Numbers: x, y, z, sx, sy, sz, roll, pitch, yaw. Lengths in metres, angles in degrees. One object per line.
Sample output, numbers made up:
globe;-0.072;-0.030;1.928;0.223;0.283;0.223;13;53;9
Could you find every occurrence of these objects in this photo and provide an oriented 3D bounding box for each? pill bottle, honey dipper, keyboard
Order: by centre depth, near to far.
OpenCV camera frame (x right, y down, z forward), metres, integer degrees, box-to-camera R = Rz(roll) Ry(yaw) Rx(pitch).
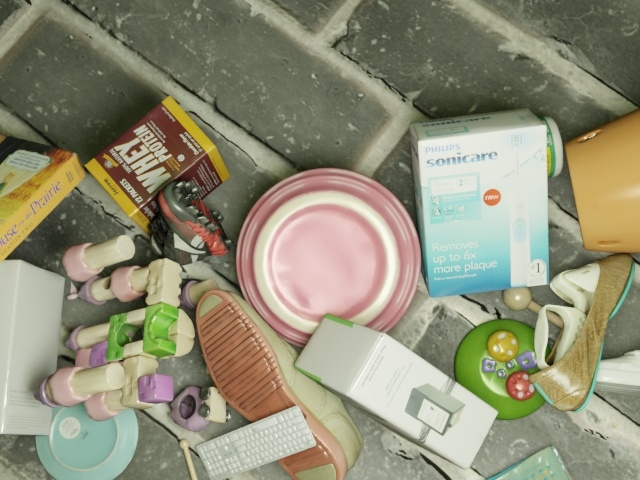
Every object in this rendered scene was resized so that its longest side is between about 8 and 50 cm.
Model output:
keyboard;-0.114;0.350;1.502;0.256;0.014;0.072;-28;92;34
honey dipper;-0.223;0.431;1.560;0.031;0.030;0.160;-20;75;-3
pill bottle;0.332;-0.159;1.632;0.209;0.117;0.117;-9;77;0

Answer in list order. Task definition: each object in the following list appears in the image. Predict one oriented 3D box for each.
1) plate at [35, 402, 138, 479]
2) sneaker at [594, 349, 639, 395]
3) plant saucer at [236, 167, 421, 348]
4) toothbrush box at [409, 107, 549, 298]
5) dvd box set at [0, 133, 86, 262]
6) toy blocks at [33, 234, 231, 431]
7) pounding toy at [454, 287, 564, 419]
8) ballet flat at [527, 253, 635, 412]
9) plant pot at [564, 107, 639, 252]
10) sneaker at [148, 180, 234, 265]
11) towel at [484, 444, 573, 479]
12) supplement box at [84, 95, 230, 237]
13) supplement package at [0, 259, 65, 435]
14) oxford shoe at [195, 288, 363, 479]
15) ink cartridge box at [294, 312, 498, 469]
plate;-0.424;0.351;1.587;0.188;0.024;0.188;0;78;2
sneaker;0.604;0.189;1.558;0.293;0.108;0.169;3;75;-7
plant saucer;0.012;0.037;1.548;0.332;0.084;0.331;0;94;3
toothbrush box;0.278;-0.066;1.537;0.217;0.126;0.295;-6;112;0
dvd box set;-0.658;-0.033;1.528;0.308;0.062;0.420;15;50;26
toy blocks;-0.352;0.184;1.552;0.260;0.309;0.288;-17;61;31
pounding toy;0.349;0.202;1.553;0.183;0.110;0.236;36;81;9
ballet flat;0.444;0.132;1.527;0.124;0.116;0.342;31;64;-2
plant pot;0.549;-0.095;1.547;0.204;0.291;0.290;-12;76;17
sneaker;-0.245;-0.020;1.539;0.135;0.276;0.097;-23;73;0
towel;0.366;0.577;1.505;0.272;0.040;0.370;-25;80;-3
supplement box;-0.291;-0.127;1.606;0.194;0.191;0.129;-41;79;-6
supplement package;-0.576;0.191;1.541;0.178;0.175;0.292;0;77;11
oxford shoe;-0.072;0.246;1.539;0.140;0.146;0.396;-34;88;34
ink cartridge box;0.123;0.247;1.449;0.273;0.198;0.114;36;78;-25
